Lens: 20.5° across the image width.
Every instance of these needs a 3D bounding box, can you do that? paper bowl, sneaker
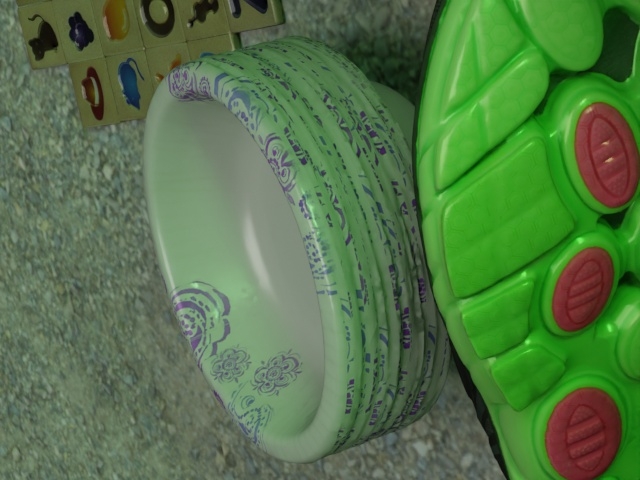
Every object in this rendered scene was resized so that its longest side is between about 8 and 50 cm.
[{"bbox_3d":[0.000,0.000,1.223,0.284,0.148,0.284,40,139,47],"label":"paper bowl"},{"bbox_3d":[0.125,-0.001,1.006,0.202,0.185,0.483,-121,15,-45],"label":"sneaker"}]

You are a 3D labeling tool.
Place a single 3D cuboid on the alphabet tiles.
[{"bbox_3d":[-0.159,-0.239,1.435,0.342,0.011,0.285,-3,104,49],"label":"alphabet tiles"}]
